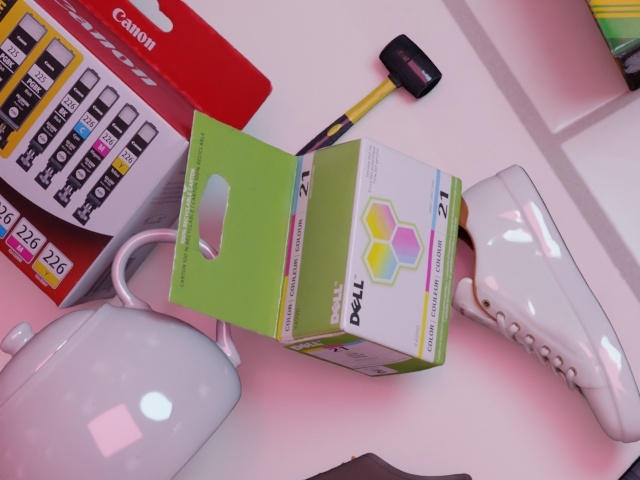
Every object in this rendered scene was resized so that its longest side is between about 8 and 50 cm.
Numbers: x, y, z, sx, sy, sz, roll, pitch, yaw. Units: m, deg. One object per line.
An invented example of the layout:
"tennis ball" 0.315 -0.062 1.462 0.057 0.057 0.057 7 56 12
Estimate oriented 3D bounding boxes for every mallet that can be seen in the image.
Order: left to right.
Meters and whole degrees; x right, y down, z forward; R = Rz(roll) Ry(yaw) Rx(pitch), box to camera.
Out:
"mallet" 0.028 -0.132 1.601 0.189 0.039 0.062 -34 79 -1

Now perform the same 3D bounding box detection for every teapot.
"teapot" -0.203 0.141 1.435 0.187 0.256 0.252 46 126 -3

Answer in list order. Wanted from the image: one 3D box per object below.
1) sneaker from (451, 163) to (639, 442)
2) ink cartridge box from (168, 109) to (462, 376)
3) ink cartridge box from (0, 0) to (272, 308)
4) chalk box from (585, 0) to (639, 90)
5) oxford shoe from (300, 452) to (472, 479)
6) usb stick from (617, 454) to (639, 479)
"sneaker" 0.200 0.077 1.516 0.123 0.106 0.290 -27 66 0
"ink cartridge box" 0.000 0.000 1.451 0.097 0.255 0.189 -12 64 46
"ink cartridge box" -0.248 -0.141 1.524 0.309 0.130 0.272 42 104 11
"chalk box" 0.376 -0.295 1.511 0.289 0.180 0.179 -27 78 12
"oxford shoe" 0.013 0.250 1.498 0.271 0.097 0.098 6 58 0
"usb stick" 0.269 0.284 1.489 0.077 0.045 0.278 43 83 10
